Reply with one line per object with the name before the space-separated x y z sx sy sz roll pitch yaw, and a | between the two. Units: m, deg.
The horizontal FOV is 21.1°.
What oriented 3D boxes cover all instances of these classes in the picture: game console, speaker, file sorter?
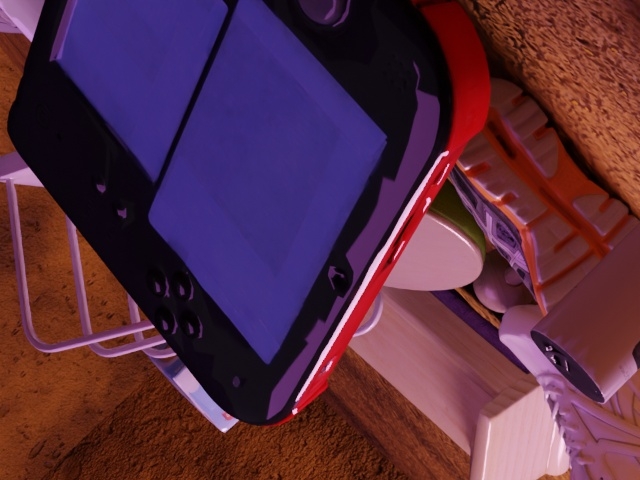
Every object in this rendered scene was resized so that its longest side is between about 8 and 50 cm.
game console | -0.071 -0.090 1.147 0.342 0.060 0.386 46 136 17
speaker | 0.173 0.020 0.897 0.055 0.136 0.055 45 171 9
file sorter | -0.101 0.003 1.446 0.278 0.193 0.173 7 -109 -54

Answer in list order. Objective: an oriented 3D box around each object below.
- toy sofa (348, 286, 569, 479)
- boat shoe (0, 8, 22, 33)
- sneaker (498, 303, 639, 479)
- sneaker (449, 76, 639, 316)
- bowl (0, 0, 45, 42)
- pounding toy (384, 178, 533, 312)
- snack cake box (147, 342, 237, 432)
toy sofa | 0.098 0.068 1.600 0.362 0.177 0.150 42 147 34
boat shoe | -0.345 -0.308 1.972 0.367 0.136 0.156 34 166 44
sneaker | 0.216 0.145 1.323 0.232 0.115 0.090 40 170 13
sneaker | 0.146 -0.012 1.109 0.215 0.084 0.083 58 170 -8
bowl | -0.180 -0.231 1.451 0.298 0.134 0.298 43 166 13
pounding toy | 0.075 -0.040 1.336 0.237 0.110 0.183 17 159 -1
snack cake box | -0.055 0.078 1.893 0.089 0.264 0.152 49 172 -15
